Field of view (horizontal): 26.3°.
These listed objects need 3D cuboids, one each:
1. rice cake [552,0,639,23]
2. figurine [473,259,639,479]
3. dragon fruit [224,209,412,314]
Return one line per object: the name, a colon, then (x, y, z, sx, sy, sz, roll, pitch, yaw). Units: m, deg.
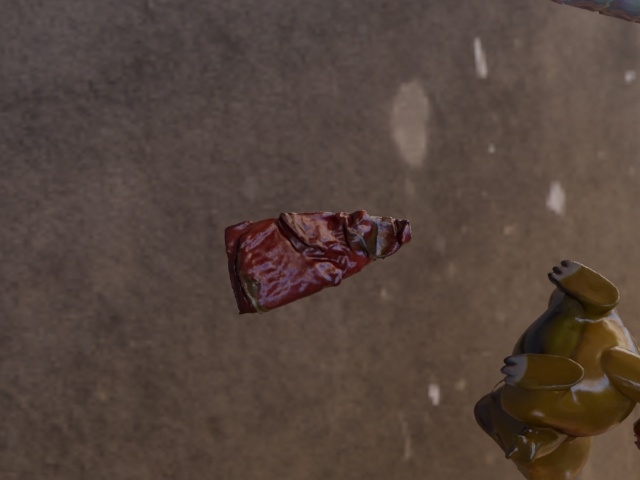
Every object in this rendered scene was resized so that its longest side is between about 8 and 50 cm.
rice cake: (0.204, -0.273, 1.034, 0.189, 0.037, 0.198, 7, 88, -26)
figurine: (0.158, 0.100, 0.797, 0.121, 0.122, 0.176, -61, 172, -26)
dragon fruit: (-0.002, -0.003, 0.993, 0.097, 0.131, 0.063, -81, 155, -70)
